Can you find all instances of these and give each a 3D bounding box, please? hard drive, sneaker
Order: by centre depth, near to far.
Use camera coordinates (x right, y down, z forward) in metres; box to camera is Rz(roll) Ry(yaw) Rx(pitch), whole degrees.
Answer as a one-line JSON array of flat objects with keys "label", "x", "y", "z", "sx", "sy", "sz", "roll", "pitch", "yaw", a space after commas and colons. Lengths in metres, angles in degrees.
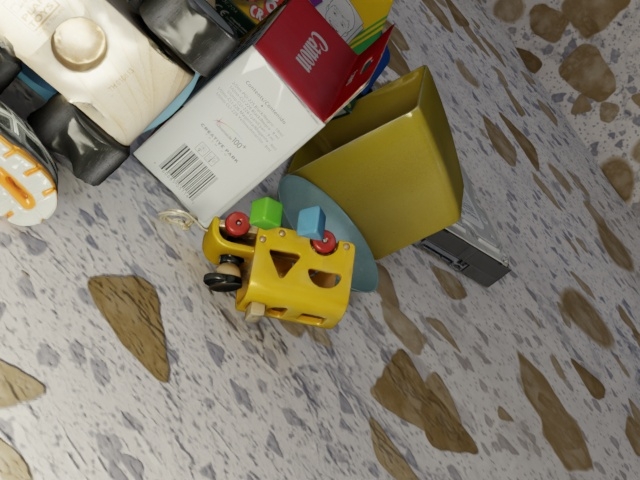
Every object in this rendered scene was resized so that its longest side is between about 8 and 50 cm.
[{"label": "sneaker", "x": -0.328, "y": -0.109, "z": 1.305, "sx": 0.215, "sy": 0.084, "sz": 0.083, "roll": 53, "pitch": 16, "yaw": -20}, {"label": "hard drive", "x": 0.184, "y": -0.097, "z": 2.321, "sx": 0.237, "sy": 0.064, "sz": 0.339, "roll": 29, "pitch": 31, "yaw": -44}]

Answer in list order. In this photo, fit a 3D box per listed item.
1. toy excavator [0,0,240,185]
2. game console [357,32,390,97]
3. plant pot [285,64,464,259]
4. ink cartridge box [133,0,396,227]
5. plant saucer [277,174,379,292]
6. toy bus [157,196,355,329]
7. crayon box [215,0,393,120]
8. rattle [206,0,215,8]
[{"label": "toy excavator", "x": -0.325, "y": -0.316, "z": 1.526, "sx": 0.433, "sy": 0.222, "sz": 0.445, "roll": 41, "pitch": 10, "yaw": -22}, {"label": "game console", "x": -0.019, "y": -0.364, "z": 2.320, "sx": 0.293, "sy": 0.173, "sz": 0.250, "roll": -58, "pitch": 128, "yaw": -67}, {"label": "plant pot", "x": 0.101, "y": -0.101, "z": 1.989, "sx": 0.187, "sy": 0.212, "sz": 0.212, "roll": 58, "pitch": 19, "yaw": -17}, {"label": "ink cartridge box", "x": -0.058, "y": -0.194, "z": 1.705, "sx": 0.130, "sy": 0.272, "sz": 0.309, "roll": 47, "pitch": 21, "yaw": -11}, {"label": "plant saucer", "x": 0.000, "y": 0.000, "z": 1.830, "sx": 0.195, "sy": 0.037, "sz": 0.195, "roll": 42, "pitch": 22, "yaw": -22}, {"label": "toy bus", "x": -0.062, "y": 0.039, "z": 1.544, "sx": 0.191, "sy": 0.202, "sz": 0.104, "roll": 35, "pitch": 56, "yaw": -51}, {"label": "crayon box", "x": -0.059, "y": -0.400, "z": 2.016, "sx": 0.363, "sy": 0.106, "sz": 0.313, "roll": 40, "pitch": 54, "yaw": -30}, {"label": "rattle", "x": -0.243, "y": -0.288, "z": 1.774, "sx": 0.200, "sy": 0.130, "sz": 0.142, "roll": -19, "pitch": 57, "yaw": -40}]
